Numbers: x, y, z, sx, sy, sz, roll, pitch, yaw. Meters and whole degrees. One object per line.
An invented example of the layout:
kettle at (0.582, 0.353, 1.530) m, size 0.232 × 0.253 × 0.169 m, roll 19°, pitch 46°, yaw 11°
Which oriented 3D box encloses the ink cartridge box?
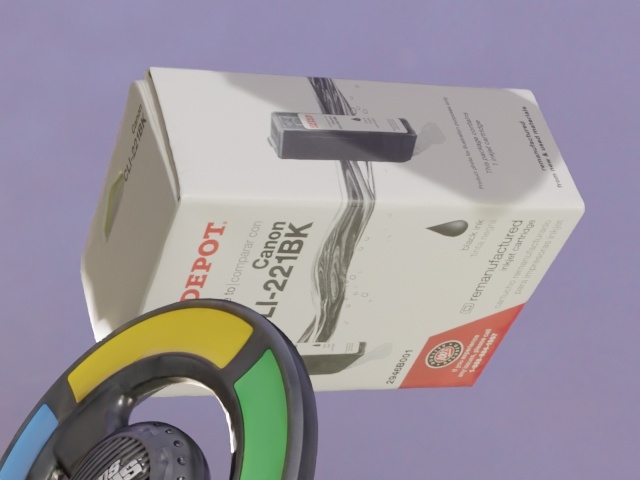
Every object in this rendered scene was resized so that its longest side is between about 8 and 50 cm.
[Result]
ink cartridge box at (0.000, 0.000, 0.962) m, size 0.197 × 0.272 × 0.114 m, roll 115°, pitch -32°, yaw -44°

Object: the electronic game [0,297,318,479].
electronic game at (-0.094, 0.130, 0.718) m, size 0.229 × 0.229 × 0.048 m, roll 9°, pitch -24°, yaw 49°
